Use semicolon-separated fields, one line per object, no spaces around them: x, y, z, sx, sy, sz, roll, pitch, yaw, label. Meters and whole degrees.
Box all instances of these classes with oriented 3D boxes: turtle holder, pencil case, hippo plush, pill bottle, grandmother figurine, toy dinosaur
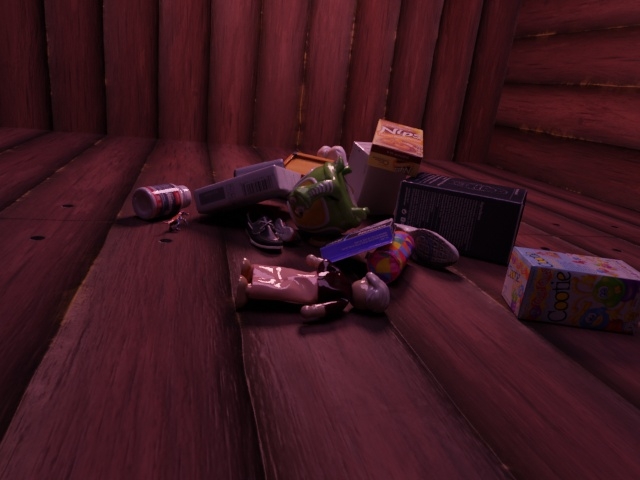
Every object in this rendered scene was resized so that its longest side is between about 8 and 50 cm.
0.015;-0.114;1.506;0.227;0.243;0.320;-23;20;13;turtle holder
0.197;0.044;1.306;0.104;0.104;0.236;13;19;20;pencil case
0.113;-0.330;2.183;0.294;0.234;0.236;18;22;33;hippo plush
-0.530;-0.137;1.576;0.108;0.108;0.180;16;21;26;pill bottle
-0.010;0.107;1.057;0.342;0.104;0.207;8;45;-5;grandmother figurine
-0.444;-0.068;1.460;0.047;0.090;0.082;0;61;13;toy dinosaur

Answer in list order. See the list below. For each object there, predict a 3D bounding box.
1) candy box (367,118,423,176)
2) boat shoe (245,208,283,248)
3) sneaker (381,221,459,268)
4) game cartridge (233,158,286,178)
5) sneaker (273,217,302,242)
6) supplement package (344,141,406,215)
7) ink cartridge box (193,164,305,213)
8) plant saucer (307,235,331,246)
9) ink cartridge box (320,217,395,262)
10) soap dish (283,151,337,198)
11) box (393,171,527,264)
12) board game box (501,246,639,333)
0.285;-0.353;1.746;0.183;0.087;0.316;16;32;3;candy box
-0.178;-0.033;1.437;0.084;0.079;0.233;-1;21;-27;boat shoe
0.316;0.003;1.462;0.129;0.111;0.297;-1;20;-40;sneaker
-0.220;-0.230;1.748;0.198;0.062;0.297;-9;-5;-1;game cartridge
-0.109;-0.021;1.488;0.065;0.061;0.158;27;6;-33;sneaker
0.218;-0.247;1.889;0.204;0.261;0.145;-4;35;-29;supplement package
-0.218;-0.164;1.674;0.308;0.091;0.385;-15;-5;17;ink cartridge box
0.000;0.000;1.496;0.083;0.015;0.083;6;18;-2;plant saucer
0.106;0.002;1.306;0.206;0.045;0.208;-19;7;14;ink cartridge box
-0.054;-0.270;2.007;0.291;0.118;0.229;18;49;26;soap dish
0.493;-0.094;1.640;0.396;0.212;0.293;14;19;23;box
0.619;0.119;1.149;0.275;0.142;0.144;8;18;3;board game box
